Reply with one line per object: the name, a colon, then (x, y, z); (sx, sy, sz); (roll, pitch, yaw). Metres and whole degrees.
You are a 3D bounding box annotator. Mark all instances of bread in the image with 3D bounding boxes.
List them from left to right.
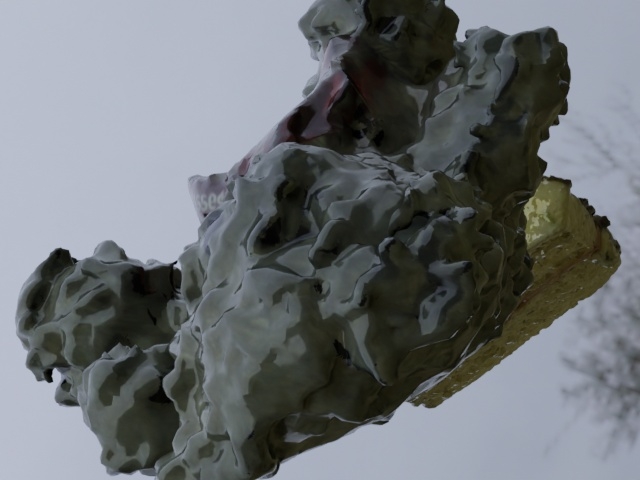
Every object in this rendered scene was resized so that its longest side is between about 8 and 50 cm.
bread: (0.123, 0.000, 1.401); (0.236, 0.198, 0.263); (-30, -20, 12)

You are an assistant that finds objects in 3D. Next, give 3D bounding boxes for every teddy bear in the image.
teddy bear: (0.000, 0.000, 0.873); (0.357, 0.224, 0.367); (-44, 1, -4)
